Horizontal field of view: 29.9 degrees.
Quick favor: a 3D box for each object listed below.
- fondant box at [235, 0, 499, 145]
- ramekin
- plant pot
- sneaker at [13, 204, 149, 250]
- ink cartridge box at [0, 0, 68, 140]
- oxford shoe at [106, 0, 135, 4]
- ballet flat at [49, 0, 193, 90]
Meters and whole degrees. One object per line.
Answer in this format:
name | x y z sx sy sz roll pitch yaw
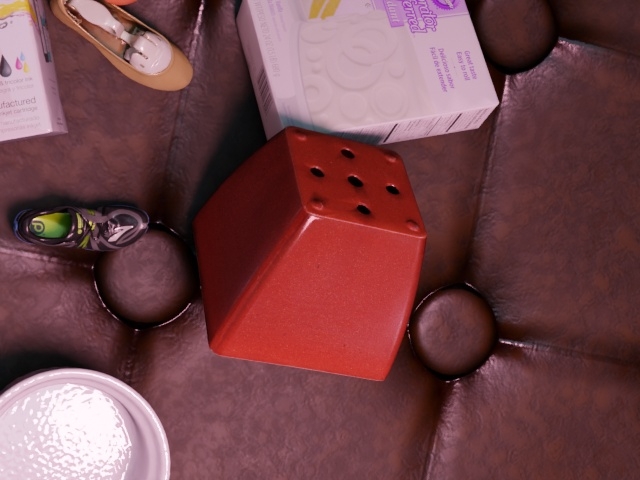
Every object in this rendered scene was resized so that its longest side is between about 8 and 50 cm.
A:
fondant box | 0.065 -0.262 1.747 0.330 0.096 0.238 -11 74 -18
ramekin | -0.357 0.306 1.666 0.277 0.135 0.277 -1 94 -17
plant pot | 0.000 0.000 1.638 0.267 0.267 0.235 12 129 -23
sneaker | -0.334 -0.016 1.684 0.188 0.078 0.067 0 93 -18
ink cartridge box | -0.459 -0.256 1.553 0.198 0.197 0.270 -11 96 -5
oxford shoe | -0.193 -0.421 1.677 0.271 0.098 0.097 -44 102 -27
ballet flat | -0.279 -0.284 1.688 0.232 0.073 0.080 31 84 -17
